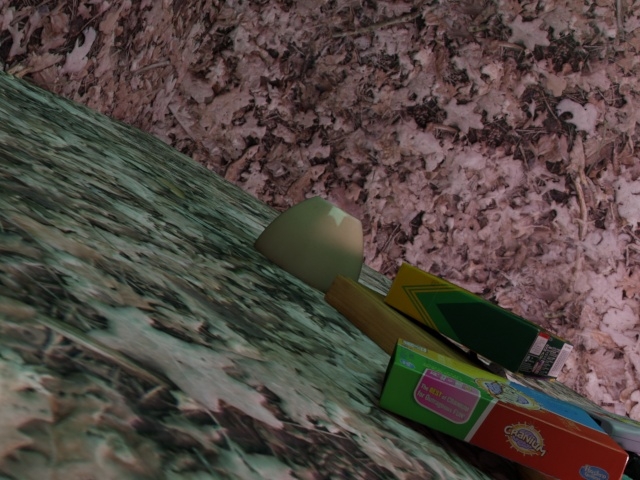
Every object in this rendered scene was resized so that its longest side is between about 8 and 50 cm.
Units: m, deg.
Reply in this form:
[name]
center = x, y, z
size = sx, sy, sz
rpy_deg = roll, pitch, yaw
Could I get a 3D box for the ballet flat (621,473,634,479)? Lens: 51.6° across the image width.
[ballet flat]
center = 0.525, 0.443, 1.063
size = 0.188, 0.070, 0.070
rpy_deg = 35, 6, 31

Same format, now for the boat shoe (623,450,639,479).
[boat shoe]
center = 0.660, 0.483, 1.417
size = 0.076, 0.080, 0.228
rpy_deg = 13, 4, 10

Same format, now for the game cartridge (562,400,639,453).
[game cartridge]
center = 0.693, 0.438, 1.528
size = 0.195, 0.060, 0.294
rpy_deg = 19, -4, -2

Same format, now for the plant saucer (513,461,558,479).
[plant saucer]
center = 0.351, 0.358, 0.918
size = 0.199, 0.037, 0.200
rpy_deg = 31, 3, -2

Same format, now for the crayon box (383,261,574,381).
[crayon box]
center = 0.355, 0.182, 1.449
size = 0.313, 0.106, 0.363
rpy_deg = 29, 3, 32

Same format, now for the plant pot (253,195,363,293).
[plant pot]
center = 0.000, 0.000, 1.681
size = 0.284, 0.191, 0.284
rpy_deg = 30, 5, -3

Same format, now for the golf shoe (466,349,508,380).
[golf shoe]
center = 0.369, 0.302, 1.407
size = 0.186, 0.086, 0.067
rpy_deg = 35, 4, 34

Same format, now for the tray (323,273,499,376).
[tray]
center = 0.196, 0.209, 1.374
size = 0.202, 0.076, 0.411
rpy_deg = 27, 6, -38

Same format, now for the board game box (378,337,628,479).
[board game box]
center = 0.247, 0.244, 0.968
size = 0.316, 0.064, 0.242
rpy_deg = 20, 3, 7
